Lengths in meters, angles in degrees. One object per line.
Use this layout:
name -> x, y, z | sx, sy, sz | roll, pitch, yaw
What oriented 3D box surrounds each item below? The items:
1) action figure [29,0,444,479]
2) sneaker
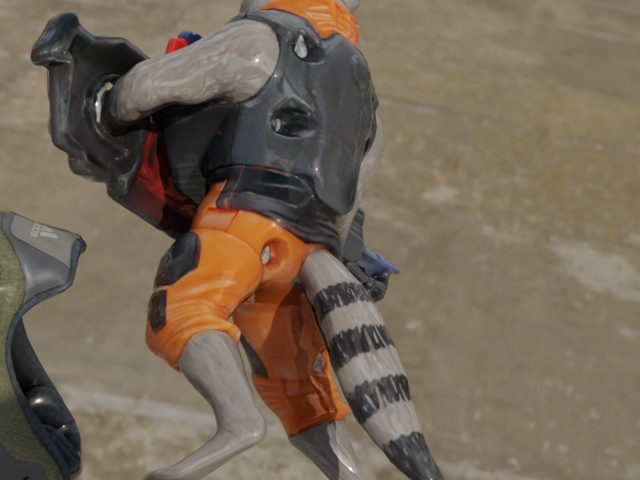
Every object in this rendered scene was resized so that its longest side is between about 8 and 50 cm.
action figure -> 0.000, 0.000, 0.911 | 0.179, 0.330, 0.341 | -15, -25, 31
sneaker -> -0.166, 0.118, 0.687 | 0.121, 0.300, 0.111 | 4, 20, -9
